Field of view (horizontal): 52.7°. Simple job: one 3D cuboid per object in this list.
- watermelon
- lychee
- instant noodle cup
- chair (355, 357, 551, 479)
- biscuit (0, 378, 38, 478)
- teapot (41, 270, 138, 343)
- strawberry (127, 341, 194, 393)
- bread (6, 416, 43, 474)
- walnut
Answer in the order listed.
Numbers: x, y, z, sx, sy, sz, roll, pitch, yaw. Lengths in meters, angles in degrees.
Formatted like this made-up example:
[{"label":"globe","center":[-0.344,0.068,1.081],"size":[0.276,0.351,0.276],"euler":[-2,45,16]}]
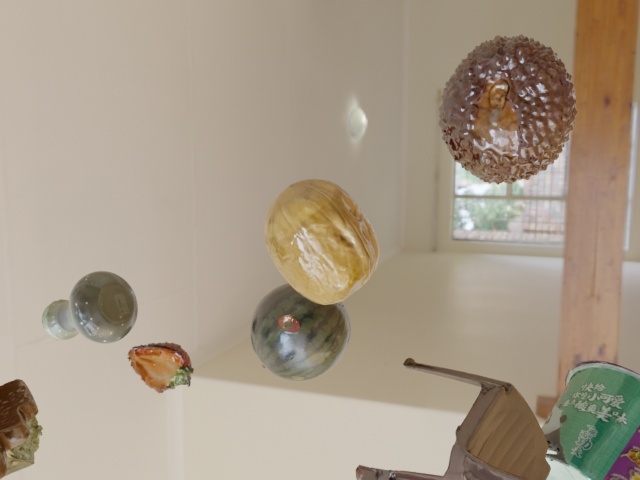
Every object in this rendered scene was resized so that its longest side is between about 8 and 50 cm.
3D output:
[{"label":"watermelon","center":[-0.044,0.188,1.341],"size":[0.212,0.212,0.212],"euler":[3,-90,-69]},{"label":"lychee","center":[0.250,-0.164,0.858],"size":[0.188,0.188,0.188],"euler":[3,-90,-69]},{"label":"instant noodle cup","center":[0.460,0.351,1.044],"size":[0.190,0.251,0.251],"euler":[-40,-43,-24]},{"label":"chair","center":[0.217,0.264,0.734],"size":[0.183,0.326,0.175],"euler":[-50,-61,-31]},{"label":"biscuit","center":[-0.531,0.300,0.961],"size":[0.301,0.278,0.043],"euler":[-51,-49,-64]},{"label":"teapot","center":[-0.598,0.183,1.655],"size":[0.183,0.251,0.183],"euler":[25,-123,-47]},{"label":"strawberry","center":[-0.427,0.343,1.774],"size":[0.085,0.192,0.140],"euler":[2,-106,-72]},{"label":"bread","center":[-0.635,0.372,1.136],"size":[0.152,0.267,0.130],"euler":[52,-161,-64]},{"label":"walnut","center":[0.000,0.000,0.999],"size":[0.197,0.165,0.165],"euler":[49,-143,-14]}]
